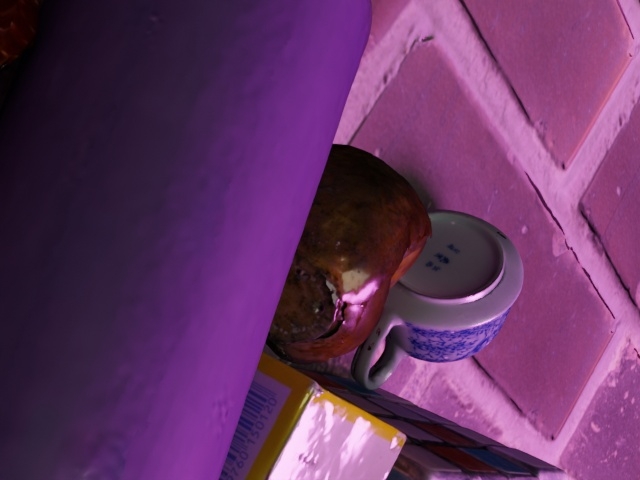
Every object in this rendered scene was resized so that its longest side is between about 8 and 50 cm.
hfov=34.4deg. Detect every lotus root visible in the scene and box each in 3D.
[{"bbox_3d":[0.000,0.000,0.833,0.160,0.152,0.275,-39,-175,16],"label":"lotus root"}]

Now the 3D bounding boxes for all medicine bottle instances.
[{"bbox_3d":[-0.082,0.139,0.786,0.137,0.250,0.141,33,84,-49],"label":"medicine bottle"}]

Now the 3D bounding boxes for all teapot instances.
[{"bbox_3d":[0.117,0.064,1.046,0.232,0.159,0.158,-36,129,-30],"label":"teapot"}]

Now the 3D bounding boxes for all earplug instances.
[{"bbox_3d":[-0.114,0.006,0.600,0.215,0.215,0.455,52,42,-44],"label":"earplug"}]

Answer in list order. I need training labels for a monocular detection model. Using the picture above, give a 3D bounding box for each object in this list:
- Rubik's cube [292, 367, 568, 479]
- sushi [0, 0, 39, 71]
[{"bbox_3d":[0.033,0.279,0.953,0.253,0.259,0.256,18,93,-50],"label":"Rubik's cube"},{"bbox_3d":[-0.252,-0.178,0.539,0.136,0.126,0.225,-56,135,-46],"label":"sushi"}]
